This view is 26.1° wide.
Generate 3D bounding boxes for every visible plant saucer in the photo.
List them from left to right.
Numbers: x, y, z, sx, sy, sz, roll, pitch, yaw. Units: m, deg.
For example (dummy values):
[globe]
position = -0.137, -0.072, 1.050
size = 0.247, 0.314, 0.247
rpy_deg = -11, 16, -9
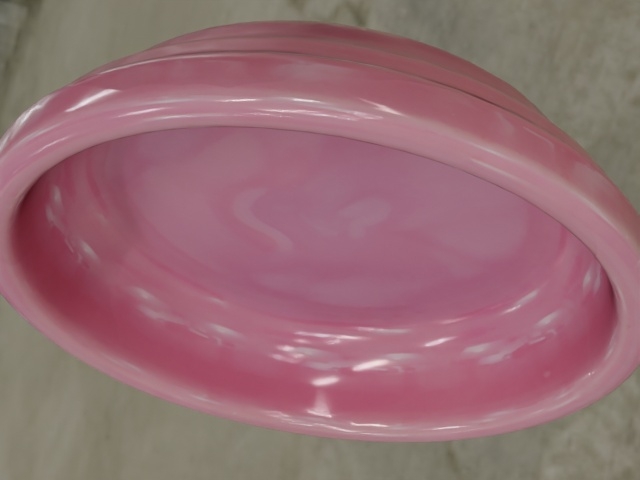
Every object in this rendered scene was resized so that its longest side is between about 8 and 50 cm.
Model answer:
[plant saucer]
position = 0.000, 0.000, 0.690
size = 0.332, 0.332, 0.084
rpy_deg = -39, 35, 53
